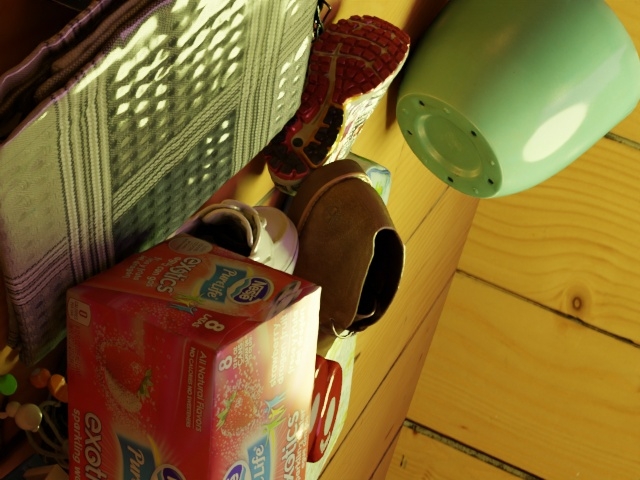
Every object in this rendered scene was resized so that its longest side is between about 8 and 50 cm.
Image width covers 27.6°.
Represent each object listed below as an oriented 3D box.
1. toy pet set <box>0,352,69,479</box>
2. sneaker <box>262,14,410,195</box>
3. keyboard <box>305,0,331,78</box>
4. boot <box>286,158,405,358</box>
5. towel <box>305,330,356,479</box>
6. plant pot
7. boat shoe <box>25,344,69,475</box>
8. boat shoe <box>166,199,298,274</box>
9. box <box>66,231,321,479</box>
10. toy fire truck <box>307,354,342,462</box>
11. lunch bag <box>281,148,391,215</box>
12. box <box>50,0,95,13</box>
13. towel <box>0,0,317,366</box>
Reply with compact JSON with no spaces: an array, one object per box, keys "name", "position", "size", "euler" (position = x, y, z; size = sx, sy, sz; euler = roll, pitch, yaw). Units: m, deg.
[{"name":"toy pet set","position":[-0.224,0.158,0.939],"size":[0.114,0.065,0.122],"euler":[53,45,-23]},{"name":"sneaker","position":[0.012,-0.142,1.342],"size":[0.225,0.088,0.093],"euler":[-52,167,-21]},{"name":"keyboard","position":[-0.018,-0.193,1.206],"size":[0.192,0.038,0.100],"euler":[90,26,-62]},{"name":"boot","position":[0.002,0.070,1.335],"size":[0.112,0.115,0.305],"euler":[-14,140,-33]},{"name":"towel","position":[-0.050,0.273,1.790],"size":[0.374,0.090,0.321],"euler":[94,19,-55]},{"name":"plant pot","position":[0.242,-0.199,1.759],"size":[0.235,0.293,0.293],"euler":[-45,160,-21]},{"name":"boat shoe","position":[-0.172,0.139,1.009],"size":[0.079,0.095,0.255],"euler":[-7,118,-78]},{"name":"boat shoe","position":[-0.080,0.009,1.166],"size":[0.258,0.095,0.084],"euler":[-46,160,-61]},{"name":"box","position":[-0.091,0.141,0.911],"size":[0.122,0.128,0.257],"euler":[-31,134,-50]},{"name":"toy fire truck","position":[-0.095,0.213,1.178],"size":[0.302,0.169,0.254],"euler":[45,58,-79]},{"name":"lunch bag","position":[0.000,0.000,1.494],"size":[0.219,0.090,0.176],"euler":[-68,168,7]},{"name":"box","position":[-0.089,-0.241,0.803],"size":[0.233,0.044,0.159],"euler":[-68,167,5]},{"name":"towel","position":[-0.106,-0.089,0.844],"size":[0.312,0.056,0.324],"euler":[-46,168,-25]}]
